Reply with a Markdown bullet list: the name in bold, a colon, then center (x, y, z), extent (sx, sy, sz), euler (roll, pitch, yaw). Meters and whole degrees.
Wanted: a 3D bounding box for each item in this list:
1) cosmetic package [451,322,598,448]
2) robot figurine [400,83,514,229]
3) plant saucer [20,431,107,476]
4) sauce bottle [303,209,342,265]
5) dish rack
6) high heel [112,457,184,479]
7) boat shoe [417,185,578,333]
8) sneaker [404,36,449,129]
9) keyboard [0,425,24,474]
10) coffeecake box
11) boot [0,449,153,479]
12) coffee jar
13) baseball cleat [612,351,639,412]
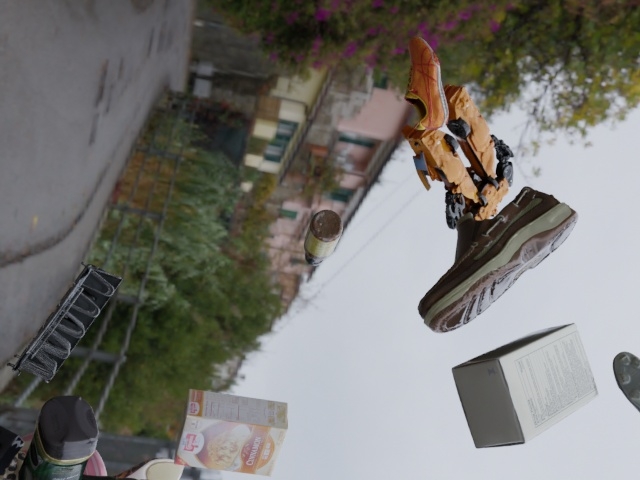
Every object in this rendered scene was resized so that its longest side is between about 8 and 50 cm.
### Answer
- **cosmetic package**: center (0.146, 0.100, 0.596), extent (0.041, 0.115, 0.060), euler (-21, -98, 42)
- **robot figurine**: center (0.274, -0.149, 1.641), extent (0.085, 0.291, 0.211), euler (22, -114, 46)
- **plant saucer**: center (-0.580, 0.527, 1.674), extent (0.084, 0.332, 0.332), euler (53, 33, -53)
- **sauce bottle**: center (0.000, 0.000, 1.074), extent (0.128, 0.042, 0.042), euler (115, -18, -71)
- **dish rack**: center (-0.389, 0.125, 1.305), extent (0.208, 0.074, 0.271), euler (-57, -168, -11)
- **high heel**: center (-0.434, 0.538, 1.855), extent (0.186, 0.261, 0.093), euler (-16, -90, 33)
- **boat shoe**: center (0.193, 0.015, 1.013), extent (0.095, 0.257, 0.095), euler (44, -36, 22)
- **sneaker**: center (0.177, -0.279, 1.493), extent (0.064, 0.067, 0.175), euler (112, -33, -72)
- **keyboard**: center (-0.538, 0.402, 1.200), extent (0.317, 0.201, 0.033), euler (-58, 166, -33)
- **coffeecake box**: center (-0.166, 0.358, 1.575), extent (0.068, 0.185, 0.142), euler (-94, -163, -52)
- **boot**: center (-0.474, 0.499, 1.424), extent (0.377, 0.284, 0.138), euler (-47, -149, 25)
- **coffee jar**: center (-0.379, 0.310, 1.226), extent (0.096, 0.079, 0.184), euler (61, -44, 38)
- **baseball cleat**: center (0.606, 0.301, 1.588), extent (0.206, 0.072, 0.109), euler (57, -6, 10)
